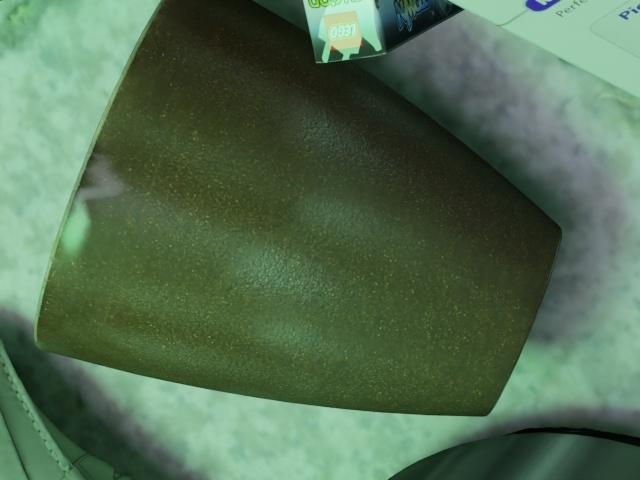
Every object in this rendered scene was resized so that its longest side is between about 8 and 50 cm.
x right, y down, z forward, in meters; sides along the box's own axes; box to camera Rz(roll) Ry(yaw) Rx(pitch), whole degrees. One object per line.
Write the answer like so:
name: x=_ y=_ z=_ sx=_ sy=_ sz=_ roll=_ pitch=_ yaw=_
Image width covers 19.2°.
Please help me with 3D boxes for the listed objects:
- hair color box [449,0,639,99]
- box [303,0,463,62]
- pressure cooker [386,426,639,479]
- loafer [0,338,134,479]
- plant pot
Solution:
hair color box: x=0.137 y=-0.168 z=0.775 sx=0.185 sy=0.339 sz=0.110 roll=-33 pitch=59 yaw=30
box: x=0.044 y=-0.162 z=0.892 sx=0.036 sy=0.207 sz=0.114 roll=-5 pitch=105 yaw=27
pressure cooker: x=0.078 y=0.324 z=0.919 sx=0.375 sy=0.420 sz=0.370 roll=-10 pitch=101 yaw=28
loafer: x=-0.138 y=0.185 z=1.150 sx=0.111 sy=0.112 sz=0.319 roll=-26 pitch=74 yaw=-13
plant pot: x=0.000 y=0.000 z=0.990 sx=0.230 sy=0.215 sz=0.215 roll=22 pitch=116 yaw=1
